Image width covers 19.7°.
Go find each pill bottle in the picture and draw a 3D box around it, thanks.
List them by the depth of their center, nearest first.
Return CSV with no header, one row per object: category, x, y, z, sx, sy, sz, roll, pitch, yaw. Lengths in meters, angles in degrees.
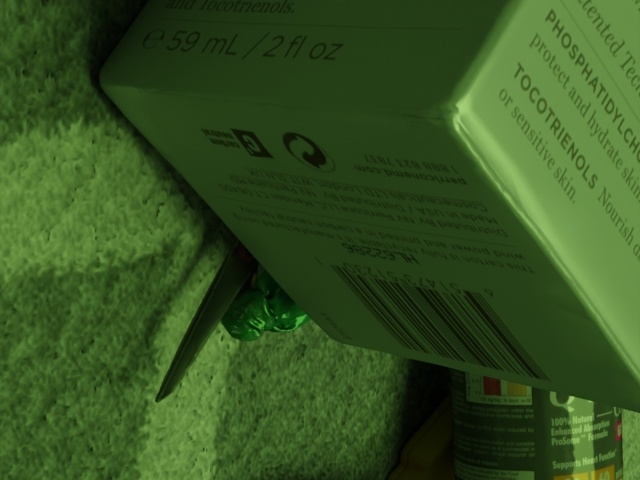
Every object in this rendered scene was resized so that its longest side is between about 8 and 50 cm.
pill bottle,0.201,0.120,1.740,0.162,0.162,0.279,-15,104,-56

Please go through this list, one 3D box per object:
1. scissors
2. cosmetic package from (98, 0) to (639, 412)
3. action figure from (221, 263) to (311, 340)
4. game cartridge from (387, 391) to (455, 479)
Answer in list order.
scissors,-0.054,-0.013,1.388,0.297,0.021,0.109,-44,106,-25
cosmetic package,0.133,-0.147,1.271,0.327,0.329,0.394,49,63,-38
action figure,0.000,0.000,1.473,0.232,0.063,0.137,-47,144,-33
game cartridge,0.172,0.267,1.938,0.285,0.052,0.324,-45,139,-38
